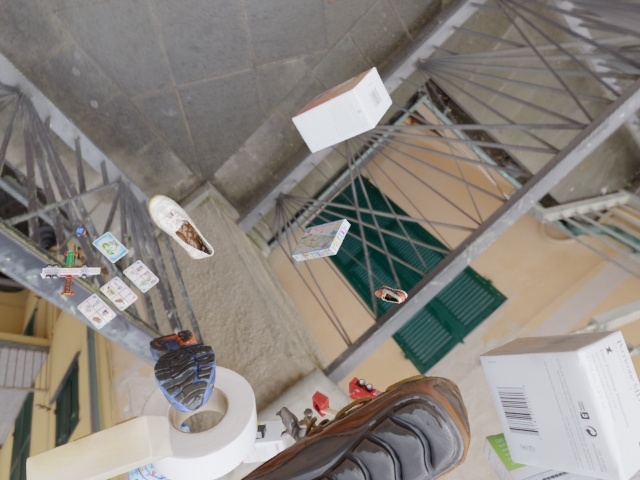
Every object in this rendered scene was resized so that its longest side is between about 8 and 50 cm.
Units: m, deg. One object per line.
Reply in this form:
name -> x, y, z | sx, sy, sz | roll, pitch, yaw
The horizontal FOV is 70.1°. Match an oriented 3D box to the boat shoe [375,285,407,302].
boat shoe -> 0.242, 0.195, 1.614 | 0.043, 0.137, 0.049 | -36, 114, -33

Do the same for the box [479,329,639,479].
box -> 0.376, 0.245, 0.706 | 0.119, 0.181, 0.182 | -11, 171, -32

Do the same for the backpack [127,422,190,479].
backpack -> -0.463, 0.620, 1.312 | 0.117, 0.158, 0.173 | -37, 153, 23

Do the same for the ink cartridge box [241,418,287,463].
ink cartridge box -> -0.194, 0.616, 1.394 | 0.175, 0.072, 0.127 | -6, 131, 0

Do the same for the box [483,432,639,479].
box -> 0.447, 0.427, 0.720 | 0.232, 0.322, 0.058 | -11, 122, -10

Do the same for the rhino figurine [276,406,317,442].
rhino figurine -> -0.031, 0.499, 1.183 | 0.073, 0.243, 0.106 | -30, 120, -45

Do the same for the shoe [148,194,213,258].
shoe -> -0.345, -0.032, 1.149 | 0.076, 0.058, 0.219 | -57, 137, -26

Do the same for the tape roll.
tape roll -> -0.305, 0.459, 1.168 | 0.286, 0.286, 0.100 | -13, 123, -21

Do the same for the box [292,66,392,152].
box -> 0.048, -0.283, 0.997 | 0.170, 0.130, 0.091 | -14, 120, 37

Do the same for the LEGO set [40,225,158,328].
LEGO set -> -0.557, 0.080, 1.135 | 0.182, 0.244, 0.060 | -45, 175, -31

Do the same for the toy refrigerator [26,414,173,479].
toy refrigerator -> -0.468, 0.458, 0.976 | 0.270, 0.094, 0.102 | -20, 155, 2

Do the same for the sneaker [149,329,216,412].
sneaker -> -0.192, 0.195, 0.657 | 0.083, 0.221, 0.087 | -16, 100, -20

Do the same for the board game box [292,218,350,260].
board game box -> 0.000, 0.000, 1.232 | 0.026, 0.154, 0.103 | 45, 55, -27

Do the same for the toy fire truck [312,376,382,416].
toy fire truck -> 0.089, 0.426, 1.181 | 0.135, 0.192, 0.047 | -36, 135, -39

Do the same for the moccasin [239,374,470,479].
moccasin -> 0.014, 0.289, 0.577 | 0.380, 0.139, 0.147 | -45, 166, 13
